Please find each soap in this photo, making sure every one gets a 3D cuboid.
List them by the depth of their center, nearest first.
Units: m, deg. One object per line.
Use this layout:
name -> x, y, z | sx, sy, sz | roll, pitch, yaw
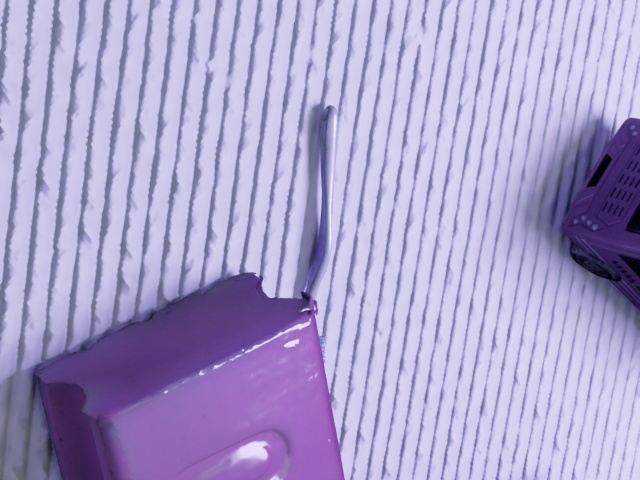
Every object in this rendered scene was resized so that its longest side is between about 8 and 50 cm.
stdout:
soap -> -0.047, 0.130, 0.670 | 0.122, 0.065, 0.203 | -25, 118, -30

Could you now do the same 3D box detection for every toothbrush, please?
toothbrush -> 0.000, 0.000, 0.701 | 0.013, 0.011, 0.131 | -4, 107, -25

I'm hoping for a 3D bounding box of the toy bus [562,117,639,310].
toy bus -> 0.220, 0.014, 0.824 | 0.178, 0.098, 0.087 | 39, 78, -40
